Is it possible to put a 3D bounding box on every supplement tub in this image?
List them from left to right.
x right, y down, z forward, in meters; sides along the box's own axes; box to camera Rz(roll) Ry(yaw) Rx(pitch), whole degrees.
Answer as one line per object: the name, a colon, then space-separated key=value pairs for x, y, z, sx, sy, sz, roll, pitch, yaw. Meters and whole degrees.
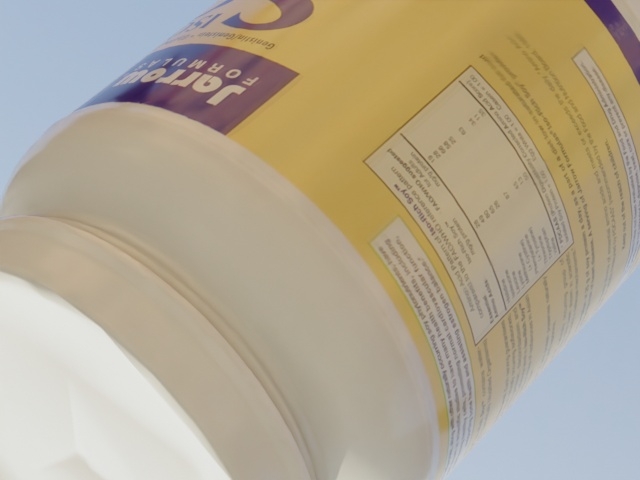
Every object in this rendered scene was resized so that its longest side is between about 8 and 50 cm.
supplement tub: x=0.000 y=0.000 z=0.881 sx=0.241 sy=0.241 sz=0.331 roll=34 pitch=-127 yaw=18
